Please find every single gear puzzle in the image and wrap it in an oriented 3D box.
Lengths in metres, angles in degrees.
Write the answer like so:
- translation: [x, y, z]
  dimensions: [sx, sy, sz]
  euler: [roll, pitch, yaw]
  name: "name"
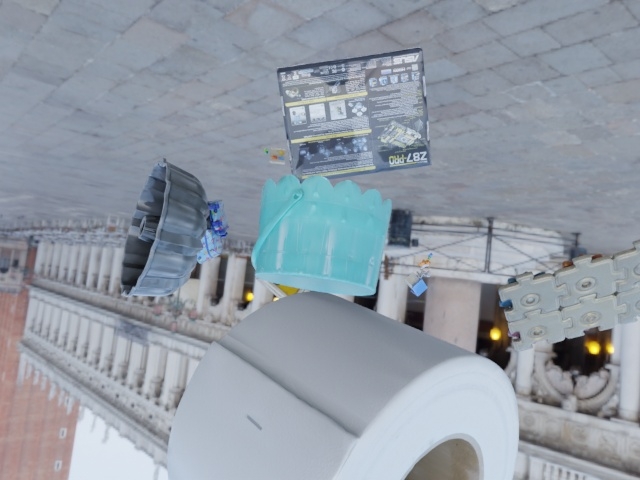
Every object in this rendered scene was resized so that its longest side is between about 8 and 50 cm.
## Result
- translation: [0.437, 0.060, 0.772]
  dimensions: [0.338, 0.044, 0.176]
  euler: [-19, 128, 14]
  name: "gear puzzle"

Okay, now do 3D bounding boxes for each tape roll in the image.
- translation: [0.023, 0.181, 0.426]
  dimensions: [0.246, 0.246, 0.169]
  euler: [11, -175, -43]
  name: "tape roll"

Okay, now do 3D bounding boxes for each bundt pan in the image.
- translation: [-0.359, -0.018, 1.226]
  dimensions: [0.124, 0.331, 0.330]
  euler: [16, 171, -29]
  name: "bundt pan"

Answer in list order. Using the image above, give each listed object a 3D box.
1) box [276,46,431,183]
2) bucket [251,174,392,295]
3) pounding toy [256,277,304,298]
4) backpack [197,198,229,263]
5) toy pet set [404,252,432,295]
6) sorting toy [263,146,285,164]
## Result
- translation: [0.096, -0.340, 1.441]
  dimensions: [0.394, 0.319, 0.097]
  euler: [-8, -167, 3]
  name: "box"
- translation: [0.000, 0.000, 1.035]
  dimensions: [0.280, 0.183, 0.281]
  euler: [8, 168, 2]
  name: "bucket"
- translation: [-0.072, 0.098, 1.416]
  dimensions: [0.141, 0.130, 0.100]
  euler: [42, 163, -11]
  name: "pounding toy"
- translation: [-0.326, -0.025, 1.506]
  dimensions: [0.116, 0.174, 0.158]
  euler: [-11, -176, -2]
  name: "backpack"
- translation: [0.323, 0.112, 1.628]
  dimensions: [0.065, 0.114, 0.122]
  euler: [47, 175, 17]
  name: "toy pet set"
- translation: [-0.171, -0.316, 1.932]
  dimensions: [0.083, 0.062, 0.012]
  euler: [5, 162, -13]
  name: "sorting toy"
